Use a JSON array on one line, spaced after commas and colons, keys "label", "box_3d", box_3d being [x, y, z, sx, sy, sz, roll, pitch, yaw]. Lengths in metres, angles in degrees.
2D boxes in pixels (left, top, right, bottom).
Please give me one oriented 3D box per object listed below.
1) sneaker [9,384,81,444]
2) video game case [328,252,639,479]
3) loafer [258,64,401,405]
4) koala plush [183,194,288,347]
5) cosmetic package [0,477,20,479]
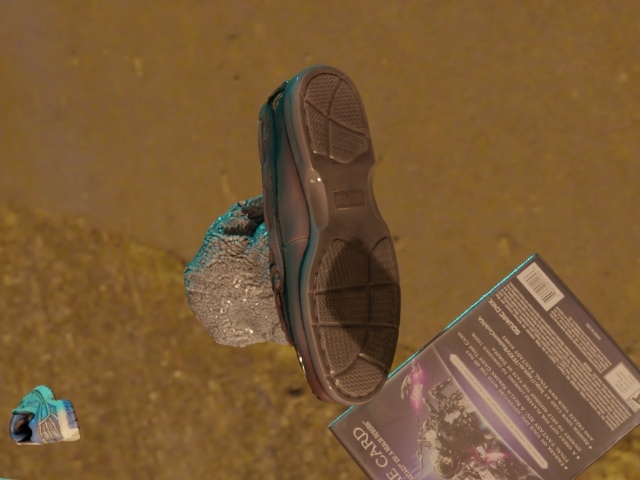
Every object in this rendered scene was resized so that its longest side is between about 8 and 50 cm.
[{"label": "sneaker", "box_3d": [-0.292, 0.180, 1.623, 0.135, 0.058, 0.052, -3, 100, 63]}, {"label": "video game case", "box_3d": [0.173, 0.172, 1.584, 0.196, 0.274, 0.026, 50, 180, 14]}, {"label": "loafer", "box_3d": [0.000, 0.000, 1.424, 0.095, 0.109, 0.303, -18, 74, 51]}, {"label": "koala plush", "box_3d": [-0.011, 0.046, 1.721, 0.221, 0.203, 0.196, 10, 108, 47]}, {"label": "cosmetic package", "box_3d": [-0.292, 0.361, 1.538, 0.284, 0.377, 0.097, -85, 0, -52]}]
